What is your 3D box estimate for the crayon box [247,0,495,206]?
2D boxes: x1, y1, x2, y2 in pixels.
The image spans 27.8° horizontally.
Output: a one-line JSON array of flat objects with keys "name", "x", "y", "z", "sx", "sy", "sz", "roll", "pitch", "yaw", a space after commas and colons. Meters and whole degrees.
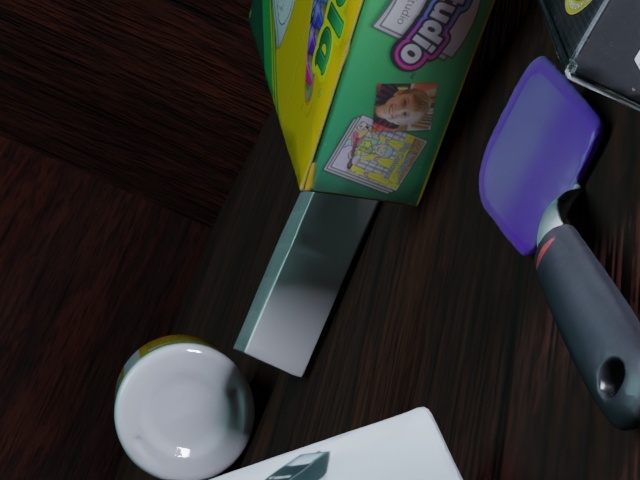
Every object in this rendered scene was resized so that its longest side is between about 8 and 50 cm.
[{"name": "crayon box", "x": 0.052, "y": -0.260, "z": 0.984, "sx": 0.313, "sy": 0.106, "sz": 0.363, "roll": -106, "pitch": 29, "yaw": -56}]

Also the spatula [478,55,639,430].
[{"name": "spatula", "x": 0.105, "y": -0.002, "z": 0.560, "sx": 0.296, "sy": 0.030, "sz": 0.084, "roll": -85, "pitch": 20, "yaw": -67}]

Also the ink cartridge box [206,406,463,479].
[{"name": "ink cartridge box", "x": -0.072, "y": 0.142, "z": 0.574, "sx": 0.239, "sy": 0.275, "sz": 0.060, "roll": -112, "pitch": 2, "yaw": -79}]

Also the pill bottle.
[{"name": "pill bottle", "x": -0.147, "y": 0.169, "z": 1.356, "sx": 0.246, "sy": 0.136, "sz": 0.136, "roll": 174, "pitch": 120, "yaw": -81}]

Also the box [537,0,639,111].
[{"name": "box", "x": 0.181, "y": -0.204, "z": 0.540, "sx": 0.216, "sy": 0.060, "sz": 0.270, "roll": -81, "pitch": 17, "yaw": -64}]

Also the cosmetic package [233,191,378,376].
[{"name": "cosmetic package", "x": 0.000, "y": 0.000, "z": 1.149, "sx": 0.239, "sy": 0.060, "sz": 0.099, "roll": -67, "pitch": 10, "yaw": -6}]
